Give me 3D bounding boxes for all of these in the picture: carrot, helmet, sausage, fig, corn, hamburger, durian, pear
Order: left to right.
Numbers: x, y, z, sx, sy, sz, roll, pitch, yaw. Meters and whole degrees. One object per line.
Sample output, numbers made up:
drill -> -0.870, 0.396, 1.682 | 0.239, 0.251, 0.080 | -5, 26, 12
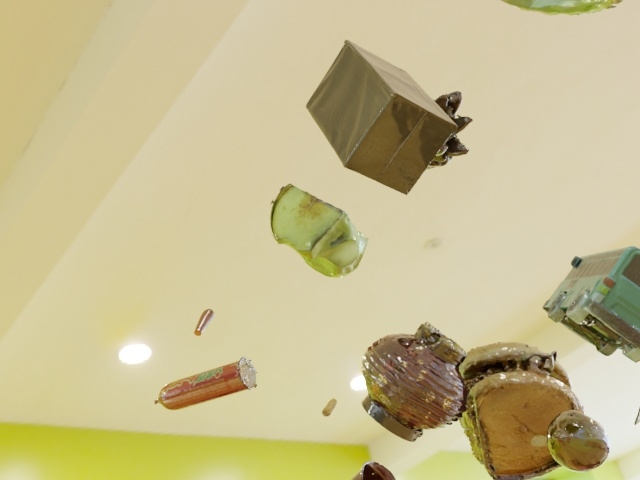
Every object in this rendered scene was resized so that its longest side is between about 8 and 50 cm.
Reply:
sausage -> -0.279, 0.347, 1.869 | 0.263, 0.083, 0.083 | -20, -33, 19
carrot -> -0.307, 0.215, 2.098 | 0.032, 0.093, 0.032 | 8, -54, 12
pear -> 0.000, 0.000, 2.373 | 0.176, 0.286, 0.282 | -54, -40, -7
corn -> 0.027, 0.503, 2.397 | 0.028, 0.027, 0.083 | -28, 8, 30
helmet -> 0.103, 0.572, 1.747 | 0.106, 0.175, 0.155 | -36, -81, 22
hamburger -> 0.459, 0.393, 1.834 | 0.276, 0.195, 0.318 | -11, -65, 0
durian -> 0.426, -0.487, 1.480 | 0.169, 0.351, 0.158 | -21, -69, -29
fig -> 0.433, 0.343, 1.376 | 0.154, 0.103, 0.109 | 22, -19, -41

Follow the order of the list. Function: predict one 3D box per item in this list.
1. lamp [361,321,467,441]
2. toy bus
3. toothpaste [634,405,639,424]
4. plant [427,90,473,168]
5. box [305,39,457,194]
lamp -> 0.200, 0.290, 1.669 | 0.246, 0.247, 0.247 | -10, -34, -7
toy bus -> 0.449, 0.092, 1.229 | 0.147, 0.128, 0.256 | -54, -4, -2
toothpaste -> 0.714, 0.353, 1.722 | 0.197, 0.029, 0.048 | -7, -67, -51
plant -> 0.250, -0.271, 1.996 | 0.194, 0.182, 0.320 | 0, -8, -9
box -> 0.101, -0.216, 1.390 | 0.155, 0.231, 0.149 | 20, -64, -33
